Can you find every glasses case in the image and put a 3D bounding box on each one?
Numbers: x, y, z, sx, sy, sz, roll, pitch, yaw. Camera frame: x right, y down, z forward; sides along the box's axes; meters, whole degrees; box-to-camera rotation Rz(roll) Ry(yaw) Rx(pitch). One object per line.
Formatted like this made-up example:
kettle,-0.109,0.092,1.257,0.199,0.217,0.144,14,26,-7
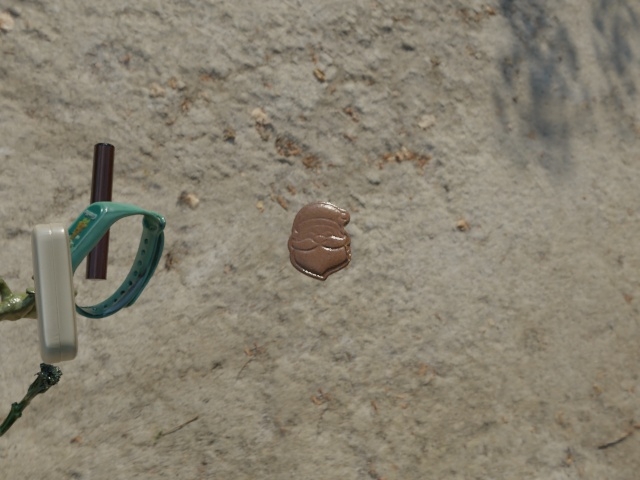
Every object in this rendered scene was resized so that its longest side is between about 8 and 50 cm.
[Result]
glasses case,-0.375,0.073,0.884,0.050,0.083,0.196,-4,80,-29

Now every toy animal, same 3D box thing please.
toy animal,-0.665,0.140,1.404,0.103,0.101,0.219,26,7,21

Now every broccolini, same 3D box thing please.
broccolini,-0.692,0.385,1.482,0.058,0.067,0.216,38,90,13

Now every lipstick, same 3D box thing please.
lipstick,-0.567,-0.075,1.615,0.057,0.057,0.356,6,79,-26

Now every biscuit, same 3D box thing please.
biscuit,0.000,0.000,0.986,0.102,0.019,0.130,7,71,-2

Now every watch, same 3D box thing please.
watch,-0.388,0.029,1.167,0.237,0.068,0.195,-57,142,-16
